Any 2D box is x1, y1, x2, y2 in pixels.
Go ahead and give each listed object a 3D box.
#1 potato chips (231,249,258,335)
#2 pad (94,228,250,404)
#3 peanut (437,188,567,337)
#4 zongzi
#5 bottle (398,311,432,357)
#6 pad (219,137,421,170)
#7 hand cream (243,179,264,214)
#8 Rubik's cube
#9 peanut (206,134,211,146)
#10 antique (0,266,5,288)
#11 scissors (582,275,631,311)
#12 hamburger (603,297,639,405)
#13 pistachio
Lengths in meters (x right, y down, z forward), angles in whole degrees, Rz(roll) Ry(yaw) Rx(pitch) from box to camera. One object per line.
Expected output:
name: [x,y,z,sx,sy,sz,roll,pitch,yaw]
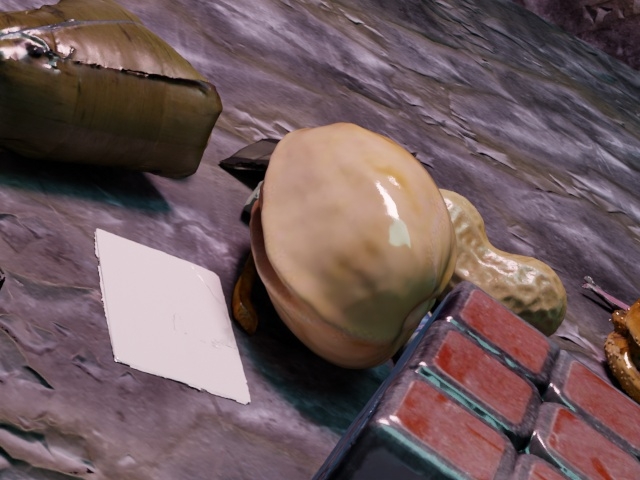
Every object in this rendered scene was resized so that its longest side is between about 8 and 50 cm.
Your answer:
potato chips: [-0.076,0.043,1.589,0.037,0.026,0.204,34,21,-12]
pad: [-0.154,0.074,1.450,0.156,0.004,0.232,23,25,-26]
peanut: [0.182,0.026,1.825,0.298,0.136,0.120,35,12,2]
zongzi: [-0.321,-0.229,1.622,0.323,0.160,0.360,11,32,-45]
bottle: [0.130,0.145,1.617,0.060,0.060,0.217,18,27,-33]
pad: [0.005,-0.106,1.867,0.233,0.022,0.174,9,18,17]
hand cream: [0.000,0.000,1.749,0.205,0.050,0.078,35,23,-8]
Rubik's cube: [0.116,0.264,1.056,0.303,0.301,0.305,37,22,5]
peanut: [-0.196,-0.168,1.767,0.093,0.083,0.194,24,20,-48]
antique: [-0.350,0.033,1.089,0.148,0.147,0.152,9,32,-43]
scissors: [0.481,0.117,2.191,0.187,0.020,0.133,37,20,2]
hamburger: [0.475,0.163,1.969,0.191,0.118,0.182,46,22,18]
pistachio: [0.029,0.007,1.554,0.230,0.230,0.309,17,33,-34]
